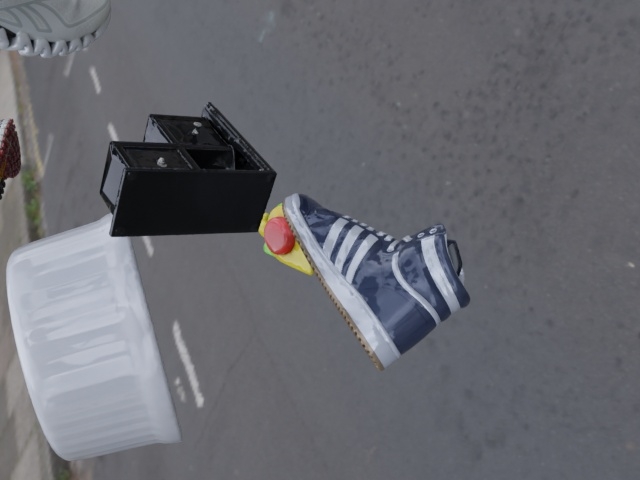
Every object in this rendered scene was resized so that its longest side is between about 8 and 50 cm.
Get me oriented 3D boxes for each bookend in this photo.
[{"bbox_3d":[-0.153,-0.077,0.762,0.157,0.156,0.072,49,129,41],"label":"bookend"}]

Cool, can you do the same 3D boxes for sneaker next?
[{"bbox_3d":[0.067,0.012,0.908,0.153,0.099,0.282,-33,47,0],"label":"sneaker"},{"bbox_3d":[-0.527,-0.124,1.173,0.225,0.093,0.088,-89,2,-56],"label":"sneaker"},{"bbox_3d":[-0.319,-0.256,0.756,0.110,0.292,0.118,47,122,15],"label":"sneaker"}]

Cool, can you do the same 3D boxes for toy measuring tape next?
[{"bbox_3d":[0.000,0.000,1.328,0.330,0.121,0.121,22,96,44],"label":"toy measuring tape"}]

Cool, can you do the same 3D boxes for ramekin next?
[{"bbox_3d":[-0.256,0.114,0.871,0.277,0.135,0.277,165,90,-77],"label":"ramekin"}]
